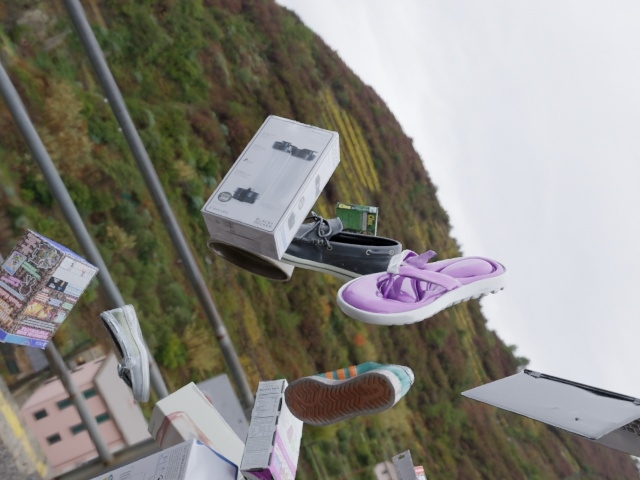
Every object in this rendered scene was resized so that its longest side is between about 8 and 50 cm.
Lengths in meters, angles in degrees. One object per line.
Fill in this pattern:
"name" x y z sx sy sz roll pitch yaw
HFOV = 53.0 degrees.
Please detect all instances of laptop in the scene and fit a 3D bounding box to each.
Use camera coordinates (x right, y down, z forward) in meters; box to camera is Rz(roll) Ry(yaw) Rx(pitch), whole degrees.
"laptop" 0.644 0.488 1.643 0.382 0.236 0.407 6 -44 55

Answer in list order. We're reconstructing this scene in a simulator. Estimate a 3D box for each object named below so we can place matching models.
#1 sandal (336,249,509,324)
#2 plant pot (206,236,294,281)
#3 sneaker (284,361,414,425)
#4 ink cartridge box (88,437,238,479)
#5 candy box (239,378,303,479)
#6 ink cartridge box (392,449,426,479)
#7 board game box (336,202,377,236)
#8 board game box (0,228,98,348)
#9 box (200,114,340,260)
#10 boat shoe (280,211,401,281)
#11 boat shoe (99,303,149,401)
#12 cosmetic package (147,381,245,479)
"sandal" 0.196 0.061 1.220 0.169 0.416 0.102 23 -65 46
"plant pot" -0.206 -0.043 2.330 0.323 0.323 0.280 90 23 -73
"sneaker" 0.062 0.322 1.364 0.121 0.302 0.108 -7 83 -53
"ink cartridge box" -0.375 0.600 1.302 0.151 0.396 0.270 49 27 -30
"candy box" -0.103 0.449 1.424 0.233 0.071 0.159 -80 157 -52
"ink cartridge box" 0.200 0.522 1.404 0.063 0.029 0.115 -42 -127 42
"board game box" 0.122 -0.035 2.180 0.259 0.136 0.030 88 14 -57
"board game box" -0.826 0.147 1.864 0.141 0.291 0.232 30 -10 12
"box" -0.092 -0.115 1.306 0.087 0.169 0.290 81 31 -53
"boat shoe" 0.000 0.000 1.809 0.187 0.501 0.155 -101 -150 -71
"boat shoe" -0.562 0.330 1.867 0.118 0.103 0.320 106 -34 -50
"cosmetic package" -0.314 0.547 1.702 0.296 0.129 0.153 43 -46 23
